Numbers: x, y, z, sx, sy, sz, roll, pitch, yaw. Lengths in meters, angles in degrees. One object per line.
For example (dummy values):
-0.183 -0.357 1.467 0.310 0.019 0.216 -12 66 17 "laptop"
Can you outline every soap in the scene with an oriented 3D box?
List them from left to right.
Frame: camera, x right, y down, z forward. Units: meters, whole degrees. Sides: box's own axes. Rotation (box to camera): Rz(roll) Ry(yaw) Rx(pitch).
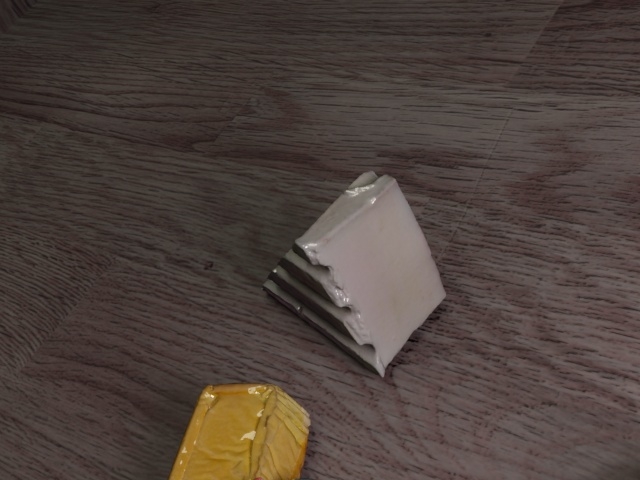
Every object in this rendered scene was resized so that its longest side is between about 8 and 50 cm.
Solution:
0.000 0.000 1.228 0.159 0.258 0.302 -45 42 -15 "soap"

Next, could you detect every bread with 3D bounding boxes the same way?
-0.112 0.298 1.094 0.152 0.119 0.288 -4 48 23 "bread"

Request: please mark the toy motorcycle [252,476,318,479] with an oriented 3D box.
-0.029 0.347 0.975 0.102 0.150 0.221 -10 43 30 "toy motorcycle"
